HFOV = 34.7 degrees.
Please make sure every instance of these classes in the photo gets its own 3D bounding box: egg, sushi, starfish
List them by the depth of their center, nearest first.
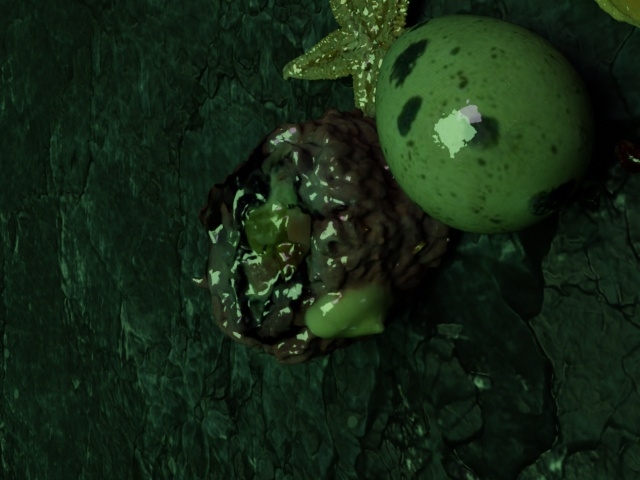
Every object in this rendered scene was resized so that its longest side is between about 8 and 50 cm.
[{"bbox_3d":[0.133,-0.108,0.885,0.228,0.177,0.177,57,132,38],"label":"egg"},{"bbox_3d":[0.000,0.000,1.045,0.270,0.170,0.237,-48,60,41],"label":"sushi"},{"bbox_3d":[0.068,-0.229,1.047,0.295,0.048,0.231,14,104,47],"label":"starfish"}]

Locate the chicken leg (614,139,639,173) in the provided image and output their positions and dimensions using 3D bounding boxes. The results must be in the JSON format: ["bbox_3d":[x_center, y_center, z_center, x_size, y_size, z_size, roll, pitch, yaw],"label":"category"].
[{"bbox_3d":[0.318,-0.047,0.772,0.219,0.048,0.089,41,119,39],"label":"chicken leg"}]

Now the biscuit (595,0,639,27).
[{"bbox_3d":[0.287,-0.253,0.760,0.274,0.091,0.213,28,116,47],"label":"biscuit"}]
